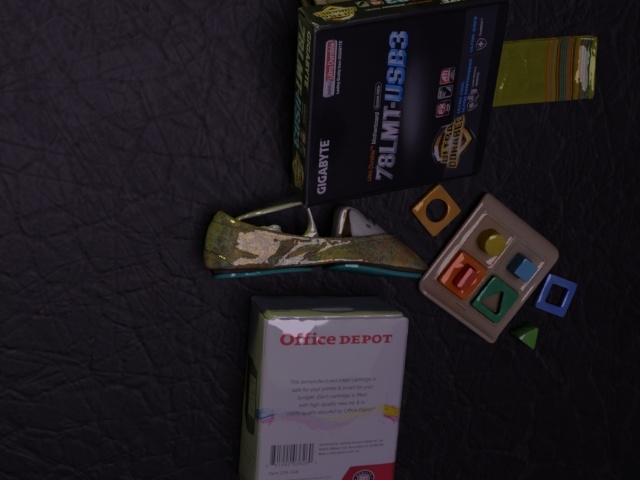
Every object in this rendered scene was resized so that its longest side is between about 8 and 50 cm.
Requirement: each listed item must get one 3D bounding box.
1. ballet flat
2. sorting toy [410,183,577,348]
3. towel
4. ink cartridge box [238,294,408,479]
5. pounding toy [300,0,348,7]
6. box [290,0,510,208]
[{"bbox_3d":[0.000,0.000,1.433,0.348,0.123,0.123,1,102,-17],"label":"ballet flat"},{"bbox_3d":[0.278,0.049,1.564,0.347,0.047,0.196,35,90,-21],"label":"sorting toy"},{"bbox_3d":[0.328,-0.265,1.520,0.237,0.021,0.102,-8,104,-16],"label":"towel"},{"bbox_3d":[0.000,0.244,1.476,0.226,0.131,0.306,1,101,-17],"label":"ink cartridge box"},{"bbox_3d":[0.000,-0.381,1.354,0.181,0.094,0.206,-23,91,-10],"label":"pounding toy"},{"bbox_3d":[0.107,-0.203,1.369,0.293,0.073,0.296,-13,131,-20],"label":"box"}]
